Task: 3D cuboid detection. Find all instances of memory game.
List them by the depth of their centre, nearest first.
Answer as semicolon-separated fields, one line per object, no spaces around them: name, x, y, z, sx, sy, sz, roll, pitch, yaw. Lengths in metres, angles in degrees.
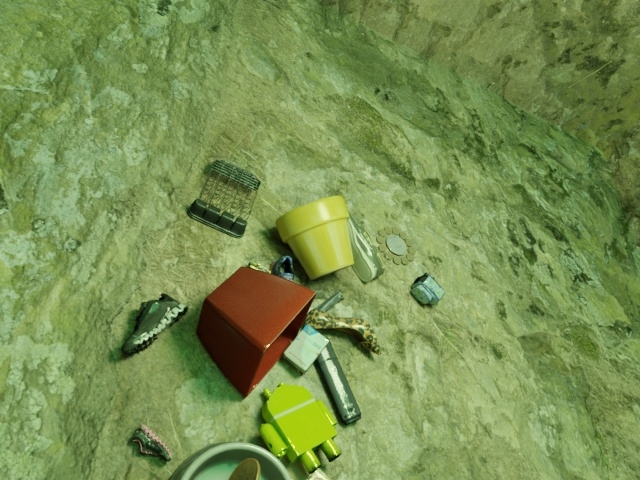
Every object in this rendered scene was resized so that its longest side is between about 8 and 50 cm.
memory game;0.306;0.020;2.235;0.186;0.012;0.186;16;51;-21

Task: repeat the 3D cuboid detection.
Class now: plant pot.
plant pot;-0.206;0.238;1.607;0.235;0.267;0.267;34;45;12
plant pot;0.000;0.000;1.918;0.254;0.254;0.239;-17;84;-39

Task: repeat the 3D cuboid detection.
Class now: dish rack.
dish rack;-0.324;-0.159;1.934;0.208;0.074;0.272;26;46;-15

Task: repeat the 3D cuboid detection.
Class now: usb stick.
usb stick;0.047;0.440;1.744;0.077;0.045;0.278;-9;64;-34

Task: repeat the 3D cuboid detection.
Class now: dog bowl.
dog bowl;-0.213;0.661;1.350;0.348;0.102;0.349;10;58;-16

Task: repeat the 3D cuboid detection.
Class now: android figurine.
android figurine;-0.063;0.524;1.581;0.248;0.056;0.273;-11;51;-47

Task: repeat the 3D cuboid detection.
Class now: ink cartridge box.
ink cartridge box;-0.046;0.340;1.724;0.088;0.052;0.122;37;64;10

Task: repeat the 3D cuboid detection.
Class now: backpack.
backpack;0.408;0.195;2.113;0.114;0.105;0.084;42;69;1

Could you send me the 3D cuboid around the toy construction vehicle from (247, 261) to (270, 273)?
toy construction vehicle;-0.219;0.112;1.824;0.098;0.035;0.086;29;47;-11

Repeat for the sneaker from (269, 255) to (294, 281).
sneaker;-0.125;0.144;1.823;0.083;0.087;0.221;9;54;-26

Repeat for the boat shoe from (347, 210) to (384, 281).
boat shoe;0.140;0.008;2.079;0.091;0.109;0.305;-17;74;-40

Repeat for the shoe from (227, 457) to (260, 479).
shoe;-0.192;0.622;1.291;0.076;0.058;0.219;4;48;18

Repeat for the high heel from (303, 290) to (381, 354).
high heel;0.071;0.316;1.833;0.186;0.093;0.261;-36;82;-33

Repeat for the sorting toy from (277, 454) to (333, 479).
sorting toy;-0.061;0.690;1.495;0.208;0.038;0.193;42;46;6

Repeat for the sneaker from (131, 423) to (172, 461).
sneaker;-0.428;0.523;1.396;0.119;0.047;0.057;42;62;5

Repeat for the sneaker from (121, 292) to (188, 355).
sneaker;-0.484;0.228;1.549;0.106;0.078;0.234;41;42;5
